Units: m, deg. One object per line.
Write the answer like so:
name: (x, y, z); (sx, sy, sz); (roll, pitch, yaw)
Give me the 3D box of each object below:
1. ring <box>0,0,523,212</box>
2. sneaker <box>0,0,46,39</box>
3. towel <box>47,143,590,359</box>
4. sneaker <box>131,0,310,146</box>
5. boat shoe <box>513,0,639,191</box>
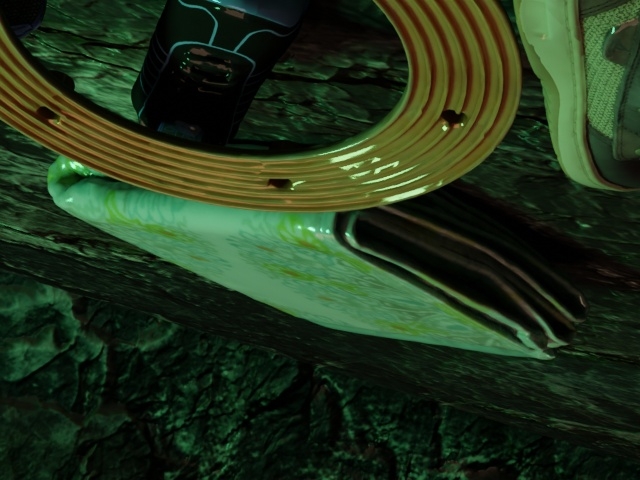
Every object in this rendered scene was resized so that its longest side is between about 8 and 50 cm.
ring: (-0.060, -0.113, 1.020); (0.336, 0.032, 0.336); (9, 151, 5)
sneaker: (-0.245, -0.165, 1.119); (0.221, 0.083, 0.087); (19, 162, -41)
towel: (0.000, 0.000, 1.656); (0.374, 0.090, 0.320); (6, 163, 45)
sneaker: (-0.063, -0.101, 1.148); (0.081, 0.090, 0.232); (17, 171, -7)
boat shoe: (0.156, -0.084, 0.879); (0.092, 0.103, 0.285); (17, 166, 22)
